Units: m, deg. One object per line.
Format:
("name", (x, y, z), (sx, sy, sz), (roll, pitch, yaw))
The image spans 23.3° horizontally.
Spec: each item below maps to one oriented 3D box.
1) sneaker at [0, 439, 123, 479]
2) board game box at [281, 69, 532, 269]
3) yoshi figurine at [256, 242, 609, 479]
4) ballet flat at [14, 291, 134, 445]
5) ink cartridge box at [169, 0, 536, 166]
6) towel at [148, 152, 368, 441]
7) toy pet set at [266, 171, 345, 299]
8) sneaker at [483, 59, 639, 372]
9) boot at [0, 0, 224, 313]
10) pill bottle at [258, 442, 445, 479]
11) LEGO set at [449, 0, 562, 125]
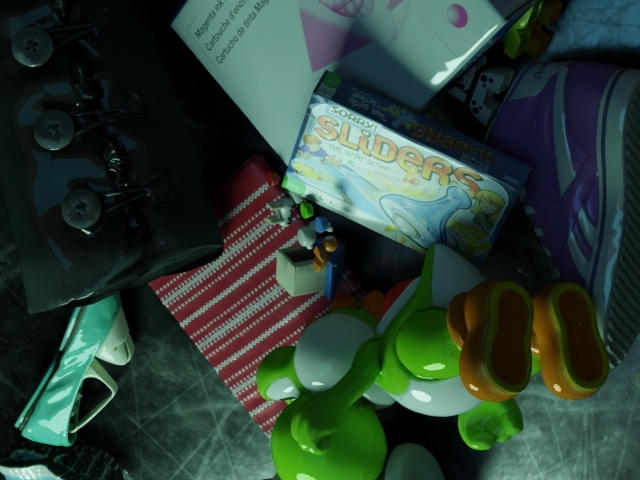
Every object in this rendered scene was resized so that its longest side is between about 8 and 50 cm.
("sneaker", (-0.290, 0.274, 1.770), (0.162, 0.063, 0.073), (6, 126, 28))
("board game box", (0.074, -0.058, 1.399), (0.201, 0.035, 0.136), (25, 141, 4))
("yoshi figurine", (0.076, 0.149, 1.418), (0.362, 0.203, 0.203), (-18, 114, 47))
("ballet flat", (-0.253, 0.128, 1.697), (0.087, 0.083, 0.247), (24, 117, -9))
("ink cartridge box", (-0.011, -0.239, 1.409), (0.330, 0.071, 0.324), (49, 139, 4))
("towel", (-0.050, 0.067, 1.599), (0.199, 0.031, 0.275), (-38, 89, 27))
("toy pet set", (0.000, 0.000, 1.497), (0.122, 0.065, 0.114), (45, 139, 51))
("sneaker", (0.223, -0.026, 1.413), (0.161, 0.102, 0.282), (11, 108, 35))
("boot", (-0.325, -0.137, 1.546), (0.367, 0.146, 0.445), (-18, 94, 11))
("pill bottle", (0.017, 0.281, 1.580), (0.208, 0.119, 0.119), (-16, 98, 29))
("LEGO set", (0.163, -0.226, 1.371), (0.093, 0.087, 0.227), (35, 135, 20))
